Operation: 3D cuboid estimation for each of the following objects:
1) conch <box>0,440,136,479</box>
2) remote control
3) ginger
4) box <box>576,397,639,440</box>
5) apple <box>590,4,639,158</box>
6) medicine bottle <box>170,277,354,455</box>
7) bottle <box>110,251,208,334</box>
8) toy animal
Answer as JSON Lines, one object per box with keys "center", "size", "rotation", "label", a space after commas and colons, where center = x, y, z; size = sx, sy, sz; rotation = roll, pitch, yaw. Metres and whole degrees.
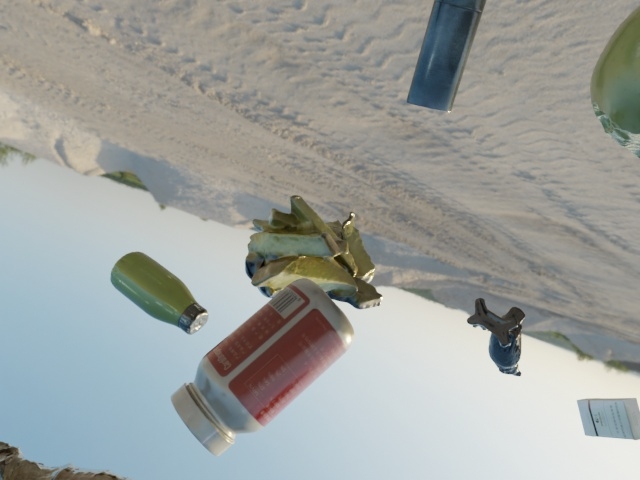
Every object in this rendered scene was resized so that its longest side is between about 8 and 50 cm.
{"center": [-0.354, 0.412, 0.613], "size": [0.352, 0.297, 0.210], "rotation": [17, 148, 43], "label": "conch"}
{"center": [0.283, -0.469, 1.032], "size": [0.107, 0.377, 0.044], "rotation": [9, -156, -9], "label": "remote control"}
{"center": [0.000, 0.000, 1.220], "size": [0.358, 0.211, 0.413], "rotation": [13, -151, -5], "label": "ginger"}
{"center": [0.653, 0.401, 1.109], "size": [0.040, 0.084, 0.154], "rotation": [-5, 163, -12], "label": "box"}
{"center": [0.513, -0.213, 0.664], "size": [0.279, 0.279, 0.279], "rotation": [20, 178, 1], "label": "apple"}
{"center": [-0.078, 0.174, 0.697], "size": [0.131, 0.250, 0.131], "rotation": [46, 166, 15], "label": "medicine bottle"}
{"center": [-0.382, 0.130, 1.178], "size": [0.260, 0.112, 0.112], "rotation": [31, -178, 22], "label": "bottle"}
{"center": [0.433, 0.227, 1.153], "size": [0.121, 0.117, 0.210], "rotation": [26, 156, 47], "label": "toy animal"}
